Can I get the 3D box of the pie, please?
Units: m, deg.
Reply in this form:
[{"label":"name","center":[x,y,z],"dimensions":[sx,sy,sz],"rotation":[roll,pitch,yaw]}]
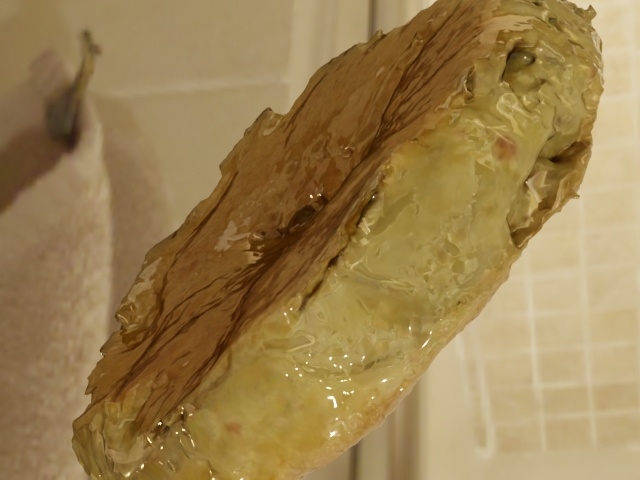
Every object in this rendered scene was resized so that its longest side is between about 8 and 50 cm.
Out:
[{"label":"pie","center":[0.000,0.000,0.829],"dimensions":[0.339,0.339,0.083],"rotation":[-34,112,33]}]
